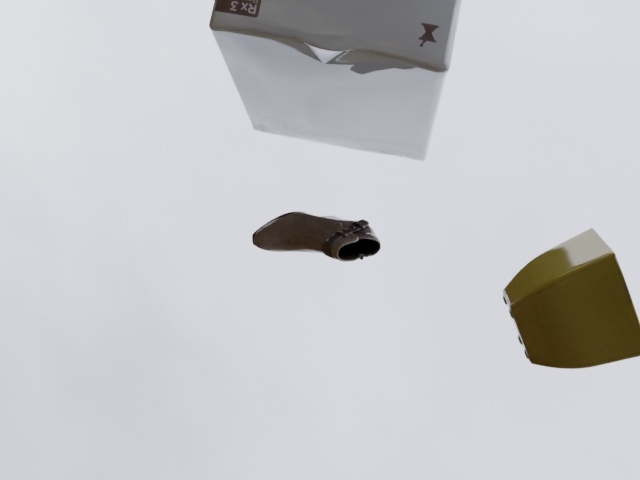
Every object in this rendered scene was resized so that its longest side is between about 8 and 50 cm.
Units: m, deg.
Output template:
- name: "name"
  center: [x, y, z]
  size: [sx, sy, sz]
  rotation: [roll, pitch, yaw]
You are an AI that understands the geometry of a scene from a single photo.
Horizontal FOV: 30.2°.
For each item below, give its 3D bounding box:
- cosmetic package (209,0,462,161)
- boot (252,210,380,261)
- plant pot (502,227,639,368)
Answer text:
- name: "cosmetic package"
  center: [0.027, -0.205, 1.190]
  size: [0.385, 0.217, 0.156]
  rotation: [88, 14, -81]
- name: "boot"
  center: [0.000, 0.000, 1.224]
  size: [0.087, 0.118, 0.042]
  rotation: [35, -46, 56]
- name: "plant pot"
  center: [0.182, 0.049, 0.874]
  size: [0.081, 0.083, 0.081]
  rotation: [-86, 155, -76]
